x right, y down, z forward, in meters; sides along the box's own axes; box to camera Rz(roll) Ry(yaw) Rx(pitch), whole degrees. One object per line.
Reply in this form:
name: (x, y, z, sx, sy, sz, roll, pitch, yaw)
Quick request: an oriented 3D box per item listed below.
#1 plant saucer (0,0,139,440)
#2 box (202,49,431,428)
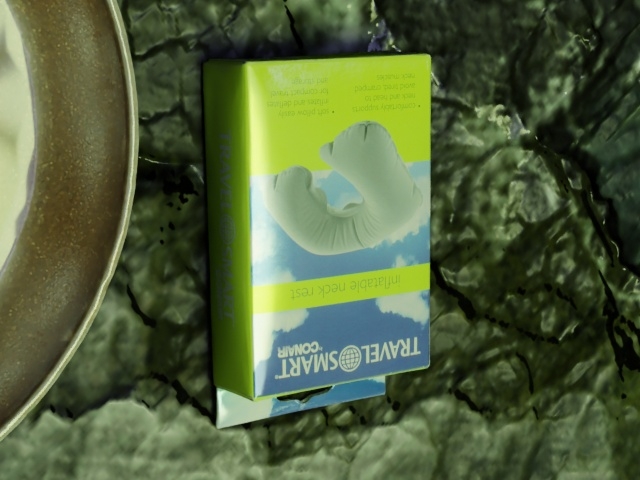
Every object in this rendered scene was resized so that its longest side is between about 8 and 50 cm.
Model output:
plant saucer: (-0.217, -0.037, 0.599, 0.310, 0.050, 0.311, -6, 101, -33)
box: (0.000, 0.000, 0.759, 0.109, 0.042, 0.178, -7, 101, -33)
